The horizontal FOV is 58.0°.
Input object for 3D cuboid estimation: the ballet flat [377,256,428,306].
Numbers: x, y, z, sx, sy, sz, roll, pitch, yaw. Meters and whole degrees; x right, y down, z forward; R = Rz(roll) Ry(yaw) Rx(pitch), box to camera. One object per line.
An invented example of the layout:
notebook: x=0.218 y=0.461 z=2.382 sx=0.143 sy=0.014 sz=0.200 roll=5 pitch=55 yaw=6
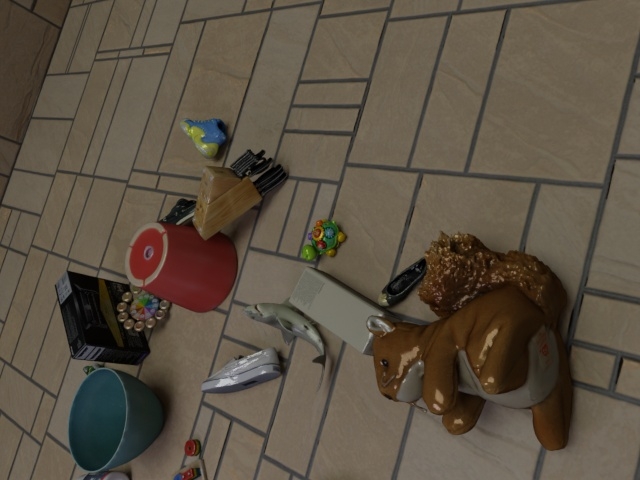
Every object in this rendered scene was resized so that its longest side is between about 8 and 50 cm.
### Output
ballet flat: x=0.198 y=0.093 z=1.370 sx=0.173 sy=0.049 sz=0.057 roll=-43 pitch=53 yaw=15

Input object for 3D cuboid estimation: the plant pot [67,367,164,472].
plant pot: x=-0.592 y=0.541 z=1.745 sx=0.290 sy=0.195 sz=0.290 roll=-13 pitch=67 yaw=35

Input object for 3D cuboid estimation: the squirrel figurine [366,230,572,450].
squirrel figurine: x=0.286 y=0.188 z=1.179 sx=0.370 sy=0.281 sz=0.397 roll=-9 pitch=56 yaw=47

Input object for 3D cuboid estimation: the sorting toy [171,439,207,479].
sorting toy: x=-0.374 y=0.711 z=1.617 sx=0.132 sy=0.046 sz=0.275 roll=-35 pitch=57 yaw=25

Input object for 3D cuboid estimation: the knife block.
knife block: x=-0.233 y=-0.136 z=1.714 sx=0.088 sy=0.242 sz=0.276 roll=47 pitch=126 yaw=50

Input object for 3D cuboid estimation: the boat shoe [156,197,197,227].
boat shoe: x=-0.442 y=-0.079 z=1.879 sx=0.340 sy=0.127 sz=0.113 roll=-33 pitch=69 yaw=36

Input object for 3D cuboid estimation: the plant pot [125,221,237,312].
plant pot: x=-0.431 y=0.067 z=1.745 sx=0.275 sy=0.243 sz=0.275 roll=-13 pitch=67 yaw=34

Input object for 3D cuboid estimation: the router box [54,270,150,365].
router box: x=-0.721 y=0.258 z=1.908 sx=0.081 sy=0.243 sz=0.309 roll=-45 pitch=53 yaw=18

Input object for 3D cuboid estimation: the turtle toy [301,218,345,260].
turtle toy: x=0.000 y=0.000 z=1.546 sx=0.095 sy=0.066 sz=0.130 roll=41 pitch=101 yaw=39

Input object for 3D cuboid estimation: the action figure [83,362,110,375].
action figure: x=-0.754 y=0.483 z=1.982 sx=0.232 sy=0.063 sz=0.137 roll=17 pitch=90 yaw=44

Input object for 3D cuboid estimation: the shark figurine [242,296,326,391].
shark figurine: x=-0.062 y=0.255 z=1.513 sx=0.278 sy=0.166 sz=0.116 roll=37 pitch=126 yaw=22

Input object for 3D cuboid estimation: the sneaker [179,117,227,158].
sneaker: x=-0.389 y=-0.374 z=1.976 sx=0.126 sy=0.091 sz=0.240 roll=-40 pitch=52 yaw=-1

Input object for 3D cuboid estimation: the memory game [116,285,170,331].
memory game: x=-0.584 y=0.215 z=1.904 sx=0.186 sy=0.012 sz=0.186 roll=-4 pitch=56 yaw=7

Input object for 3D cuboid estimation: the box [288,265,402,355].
box: x=0.056 y=0.172 z=1.429 sx=0.275 sy=0.094 sz=0.113 roll=31 pitch=95 yaw=40

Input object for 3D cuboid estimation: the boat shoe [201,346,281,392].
boat shoe: x=-0.220 y=0.360 z=1.594 sx=0.258 sy=0.095 sz=0.084 roll=-20 pitch=60 yaw=20

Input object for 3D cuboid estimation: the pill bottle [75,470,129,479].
pill bottle: x=-0.689 y=0.776 z=1.801 sx=0.180 sy=0.108 sz=0.108 roll=-15 pitch=67 yaw=34
